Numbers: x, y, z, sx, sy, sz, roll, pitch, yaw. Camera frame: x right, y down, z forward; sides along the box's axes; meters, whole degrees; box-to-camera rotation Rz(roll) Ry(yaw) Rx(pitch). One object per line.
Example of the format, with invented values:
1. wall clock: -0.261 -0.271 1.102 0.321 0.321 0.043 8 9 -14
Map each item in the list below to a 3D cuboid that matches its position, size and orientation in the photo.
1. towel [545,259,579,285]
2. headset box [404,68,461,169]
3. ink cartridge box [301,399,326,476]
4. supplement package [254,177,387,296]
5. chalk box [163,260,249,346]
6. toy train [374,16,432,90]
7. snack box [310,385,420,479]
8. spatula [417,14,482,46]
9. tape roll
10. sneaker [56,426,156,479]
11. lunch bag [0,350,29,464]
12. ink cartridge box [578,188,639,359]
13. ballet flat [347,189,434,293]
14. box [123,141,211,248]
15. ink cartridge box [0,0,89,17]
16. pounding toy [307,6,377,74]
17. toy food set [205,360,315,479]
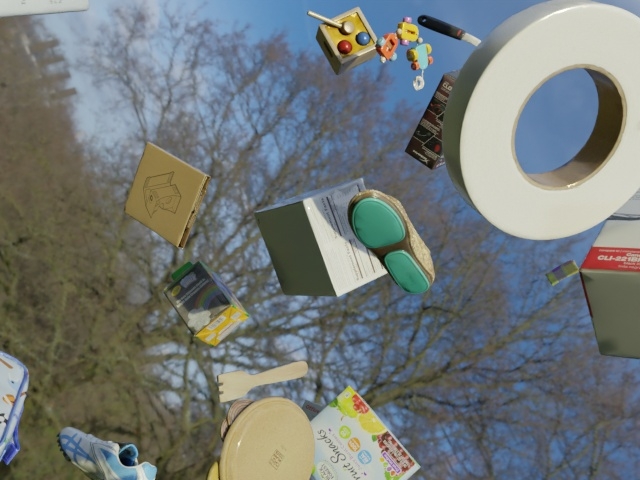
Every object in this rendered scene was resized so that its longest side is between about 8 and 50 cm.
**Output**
1. towel: 0.638 0.084 1.931 0.009 0.083 0.060 53 14 -24
2. headset box: 0.393 -0.372 2.136 0.110 0.218 0.293 37 -56 19
3. ink cartridge box: -0.012 0.446 1.647 0.109 0.150 0.063 12 -22 40
4. supplement package: 0.000 0.000 1.553 0.262 0.145 0.204 -7 -75 64
5. chalk box: -0.315 0.152 1.956 0.213 0.132 0.132 50 0 26
6. toy train: 0.173 -0.402 1.572 0.046 0.125 0.166 14 -16 45
7. snack box: 0.066 0.429 1.471 0.207 0.174 0.070 48 -2 28
8. spatula: 0.360 -0.472 1.739 0.296 0.084 0.030 30 -3 15
9. tape roll: 0.386 -0.187 1.185 0.072 0.392 0.392 -126 -159 -60
10. sneaker: -0.351 0.359 1.207 0.237 0.086 0.085 17 -30 41
11. lunch bag: -0.548 0.241 1.052 0.115 0.243 0.303 -60 -161 9
12. ink cartridge box: 0.572 0.048 1.299 0.114 0.273 0.197 1 -53 40
13. ballet flat: 0.089 -0.011 0.934 0.206 0.073 0.067 57 28 -45
14. box: -0.326 -0.096 1.539 0.201 0.021 0.164 30 -78 34
15. ink cartridge box: -0.427 -0.233 0.603 0.385 0.308 0.091 -50 145 -67
16. pounding toy: 0.051 -0.487 1.739 0.141 0.130 0.100 61 -11 5
17. toy food set: -0.060 0.220 0.748 0.038 0.132 0.192 -3 -89 47
